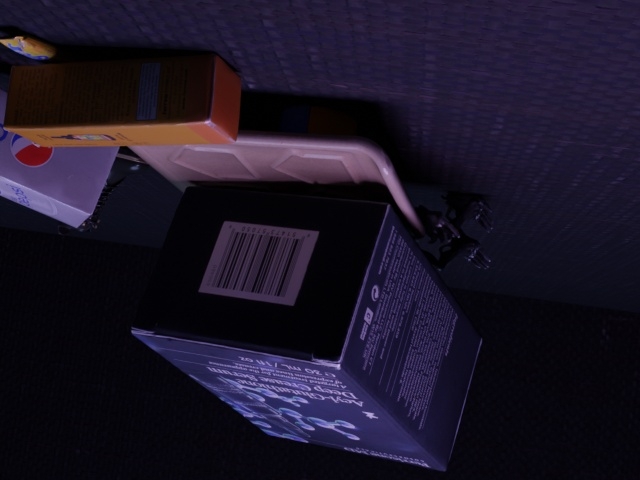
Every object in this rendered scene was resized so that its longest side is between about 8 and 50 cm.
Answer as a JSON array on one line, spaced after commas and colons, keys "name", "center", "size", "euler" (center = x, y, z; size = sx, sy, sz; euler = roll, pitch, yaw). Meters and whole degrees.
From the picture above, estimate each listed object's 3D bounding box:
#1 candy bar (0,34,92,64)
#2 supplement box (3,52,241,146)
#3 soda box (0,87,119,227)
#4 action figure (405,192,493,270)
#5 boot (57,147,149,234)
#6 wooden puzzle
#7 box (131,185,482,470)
[{"name": "candy bar", "center": [-0.271, -0.188, 1.156], "size": [0.040, 0.018, 0.161], "euler": [4, 172, 33]}, {"name": "supplement box", "center": [-0.203, -0.140, 1.133], "size": [0.233, 0.080, 0.078], "euler": [-2, 168, 17]}, {"name": "soda box", "center": [-0.380, -0.118, 1.250], "size": [0.286, 0.098, 0.091], "euler": [24, 162, -18]}, {"name": "action figure", "center": [0.138, 0.015, 1.597], "size": [0.275, 0.164, 0.141], "euler": [-17, -140, -35]}, {"name": "boot", "center": [-0.336, -0.074, 1.726], "size": [0.077, 0.137, 0.198], "euler": [13, 171, -41]}, {"name": "wooden puzzle", "center": [-0.053, -0.097, 1.355], "size": [0.348, 0.080, 0.322], "euler": [9, 168, 15]}, {"name": "box", "center": [0.000, 0.121, 1.445], "size": [0.293, 0.212, 0.395], "euler": [6, 156, 29]}]
